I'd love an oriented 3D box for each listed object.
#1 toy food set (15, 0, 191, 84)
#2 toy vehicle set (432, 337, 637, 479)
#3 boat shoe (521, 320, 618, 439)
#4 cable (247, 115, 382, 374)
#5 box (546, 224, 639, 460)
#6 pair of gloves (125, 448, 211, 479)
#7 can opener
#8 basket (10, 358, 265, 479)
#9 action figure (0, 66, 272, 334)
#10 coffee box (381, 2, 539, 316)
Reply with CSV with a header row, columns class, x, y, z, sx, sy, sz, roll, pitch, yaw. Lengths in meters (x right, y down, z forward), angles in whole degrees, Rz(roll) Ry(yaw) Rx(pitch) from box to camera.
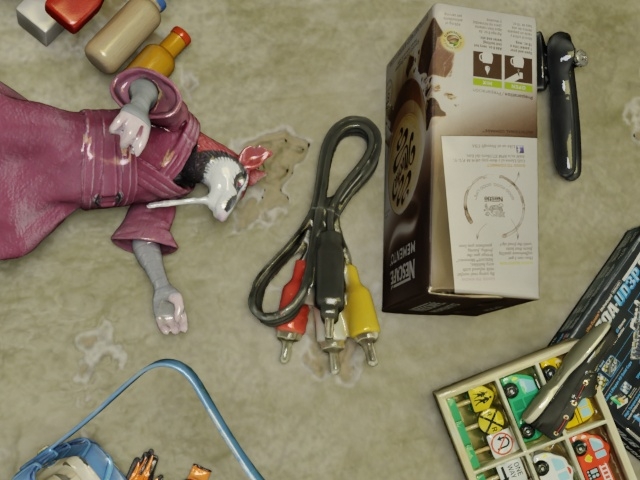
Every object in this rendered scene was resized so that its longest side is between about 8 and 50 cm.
class,x,y,z,sx,sy,sz,roll,pitch,yaw
toy food set,-0.248,-0.255,0.902,0.232,0.111,0.104,39,72,-5
toy vehicle set,0.245,0.256,0.923,0.166,0.035,0.267,-22,89,-3
boat shoe,0.261,0.142,0.885,0.042,0.049,0.133,36,94,4
cable,0.000,0.000,0.953,0.139,0.072,0.287,2,66,5
box,0.377,0.117,1.002,0.175,0.051,0.220,40,73,-2
pair of gloves,-0.157,0.254,0.874,0.083,0.010,0.074,20,80,-10
can opener,0.291,-0.163,1.044,0.059,0.073,0.186,0,80,-52
basket,-0.167,0.280,0.758,0.289,0.201,0.255,-37,88,-1
action figure,-0.232,-0.073,0.868,0.370,0.248,0.276,-3,37,-26
coffee box,0.144,-0.074,0.927,0.118,0.168,0.297,5,78,-12
